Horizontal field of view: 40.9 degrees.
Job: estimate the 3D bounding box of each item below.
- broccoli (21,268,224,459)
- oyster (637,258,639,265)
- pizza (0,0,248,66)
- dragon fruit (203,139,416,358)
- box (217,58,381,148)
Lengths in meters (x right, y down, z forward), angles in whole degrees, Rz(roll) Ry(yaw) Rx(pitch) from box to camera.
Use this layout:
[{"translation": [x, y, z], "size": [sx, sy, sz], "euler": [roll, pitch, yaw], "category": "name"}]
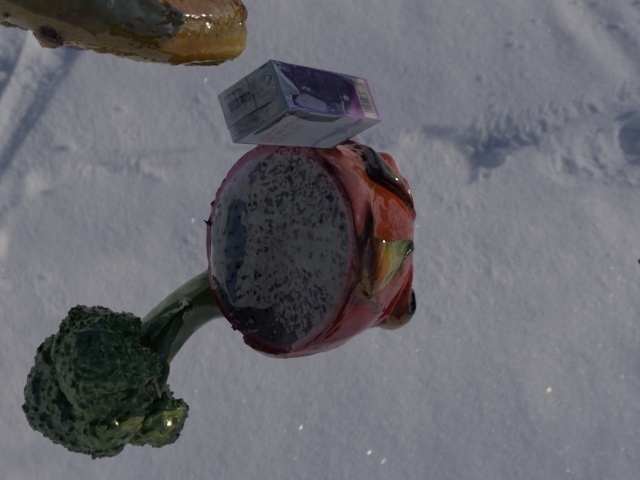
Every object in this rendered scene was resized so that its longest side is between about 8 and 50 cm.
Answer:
[{"translation": [-0.218, 0.176, 1.083], "size": [0.302, 0.254, 0.186], "euler": [-9, 49, -49], "category": "broccoli"}, {"translation": [0.508, -0.014, 1.140], "size": [0.083, 0.214, 0.223], "euler": [12, 101, -4], "category": "oyster"}, {"translation": [-0.253, -0.266, 0.740], "size": [0.409, 0.114, 0.278], "euler": [18, 38, -26], "category": "pizza"}, {"translation": [0.000, 0.000, 1.073], "size": [0.189, 0.290, 0.290], "euler": [1, 54, -51], "category": "dragon fruit"}, {"translation": [-0.011, -0.087, 0.566], "size": [0.117, 0.050, 0.036], "euler": [-8, 74, -55], "category": "box"}]
